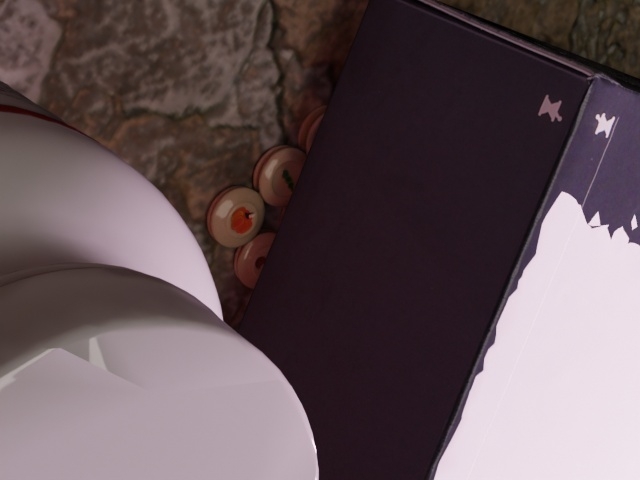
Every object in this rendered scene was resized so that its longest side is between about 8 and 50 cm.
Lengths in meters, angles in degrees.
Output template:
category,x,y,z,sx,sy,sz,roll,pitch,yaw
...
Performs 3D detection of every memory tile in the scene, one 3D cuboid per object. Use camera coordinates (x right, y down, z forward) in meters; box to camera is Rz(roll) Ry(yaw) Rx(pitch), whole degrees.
category,x,y,z,sx,sy,sz,roll,pitch,yaw
memory tile,0.000,0.000,1.153,0.113,0.012,0.148,-42,129,-15

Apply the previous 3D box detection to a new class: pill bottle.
category,x,y,z,sx,sy,sz,roll,pitch,yaw
pill bottle,-0.184,0.035,0.762,0.229,0.408,0.229,-16,119,-31

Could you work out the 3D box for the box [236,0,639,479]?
category,x,y,z,sx,sy,sz,roll,pitch,yaw
box,0.127,0.061,1.154,0.312,0.179,0.343,14,101,-47
